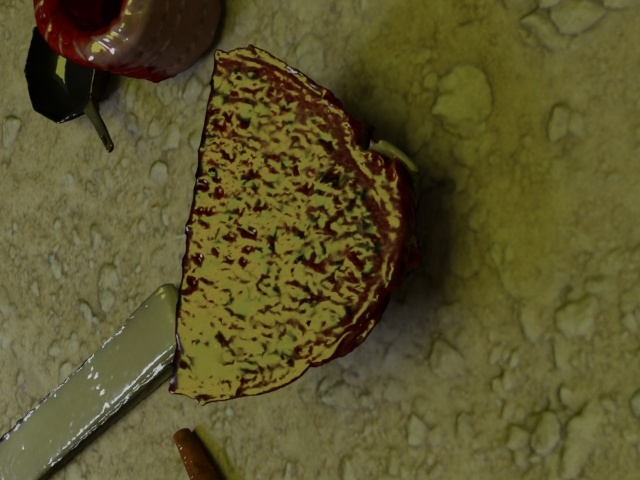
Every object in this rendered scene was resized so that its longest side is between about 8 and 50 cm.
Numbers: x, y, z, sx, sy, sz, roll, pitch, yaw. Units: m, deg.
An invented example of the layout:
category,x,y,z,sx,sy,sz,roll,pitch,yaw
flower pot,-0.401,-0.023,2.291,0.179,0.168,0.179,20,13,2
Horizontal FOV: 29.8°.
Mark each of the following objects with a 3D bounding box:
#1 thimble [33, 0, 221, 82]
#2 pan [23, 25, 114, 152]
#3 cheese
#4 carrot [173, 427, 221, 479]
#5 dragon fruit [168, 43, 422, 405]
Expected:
category,x,y,z,sx,sy,sz,roll,pitch,yaw
thimble,-0.204,-0.254,1.255,0.189,0.125,0.163,42,111,33
pan,-0.275,-0.166,1.371,0.128,0.048,0.202,-29,68,39
cheese,-0.269,0.188,1.369,0.400,0.034,0.085,-42,67,33
carrot,-0.125,0.236,1.238,0.032,0.032,0.093,-51,52,28
dragon fruit,0.000,0.000,1.072,0.205,0.152,0.317,7,85,22
